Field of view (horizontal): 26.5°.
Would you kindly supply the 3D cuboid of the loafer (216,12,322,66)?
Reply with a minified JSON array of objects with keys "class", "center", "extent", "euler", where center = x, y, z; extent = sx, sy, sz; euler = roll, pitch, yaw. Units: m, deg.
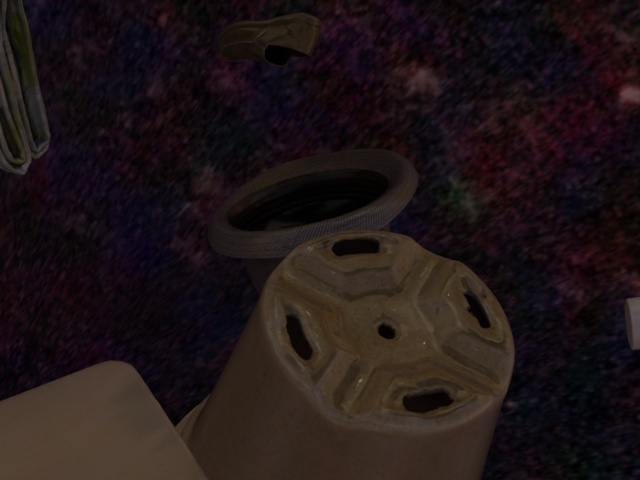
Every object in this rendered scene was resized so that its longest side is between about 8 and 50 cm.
[{"class":"loafer","center":[-0.064,-0.230,1.594],"extent":[0.056,0.148,0.050],"euler":[22,66,-47]}]

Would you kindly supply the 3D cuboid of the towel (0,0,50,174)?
[{"class":"towel","center":[-0.453,-0.271,1.511],"extent":[0.374,0.320,0.090],"euler":[31,49,32]}]

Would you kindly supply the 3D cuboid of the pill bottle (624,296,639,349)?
[{"class":"pill bottle","center":[0.337,0.070,1.225],"extent":[0.116,0.065,0.065],"euler":[-6,77,6]}]

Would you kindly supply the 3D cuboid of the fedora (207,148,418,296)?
[{"class":"fedora","center":[0.000,0.000,1.547],"extent":[0.244,0.275,0.124],"euler":[-9,109,11]}]

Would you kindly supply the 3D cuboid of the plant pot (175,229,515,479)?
[{"class":"plant pot","center":[0.029,0.169,1.239],"extent":[0.334,0.305,0.334],"euler":[9,45,-9]}]

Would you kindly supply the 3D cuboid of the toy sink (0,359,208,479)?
[{"class":"toy sink","center":[-0.155,0.176,0.583],"extent":[0.234,0.153,0.131],"euler":[-22,121,-17]}]
